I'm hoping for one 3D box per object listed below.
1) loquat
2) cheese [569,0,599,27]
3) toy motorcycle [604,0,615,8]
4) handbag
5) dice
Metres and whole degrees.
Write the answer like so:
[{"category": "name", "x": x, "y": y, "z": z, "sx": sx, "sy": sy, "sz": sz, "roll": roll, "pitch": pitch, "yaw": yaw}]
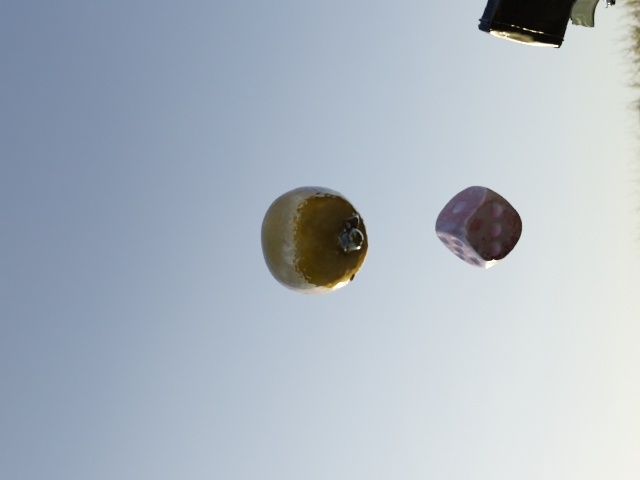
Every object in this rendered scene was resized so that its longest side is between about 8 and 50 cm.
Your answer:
[{"category": "loquat", "x": 0.000, "y": 0.000, "z": 1.895, "sx": 0.328, "sy": 0.359, "sz": 0.329, "roll": 0, "pitch": -90, "yaw": -39}, {"category": "cheese", "x": 0.566, "y": -0.494, "z": 1.368, "sx": 0.041, "sy": 0.060, "sz": 0.084, "roll": 30, "pitch": -82, "yaw": -30}, {"category": "toy motorcycle", "x": 0.698, "y": -0.676, "z": 1.559, "sx": 0.263, "sy": 0.090, "sz": 0.157, "roll": -61, "pitch": -41, "yaw": -38}, {"category": "handbag", "x": 0.528, "y": -0.597, "z": 1.597, "sx": 0.246, "sy": 0.080, "sz": 0.223, "roll": 5, "pitch": -69, "yaw": -21}, {"category": "dice", "x": 0.233, "y": -0.020, "z": 0.963, "sx": 0.091, "sy": 0.094, "sz": 0.093, "roll": 43, "pitch": -97, "yaw": -20}]
